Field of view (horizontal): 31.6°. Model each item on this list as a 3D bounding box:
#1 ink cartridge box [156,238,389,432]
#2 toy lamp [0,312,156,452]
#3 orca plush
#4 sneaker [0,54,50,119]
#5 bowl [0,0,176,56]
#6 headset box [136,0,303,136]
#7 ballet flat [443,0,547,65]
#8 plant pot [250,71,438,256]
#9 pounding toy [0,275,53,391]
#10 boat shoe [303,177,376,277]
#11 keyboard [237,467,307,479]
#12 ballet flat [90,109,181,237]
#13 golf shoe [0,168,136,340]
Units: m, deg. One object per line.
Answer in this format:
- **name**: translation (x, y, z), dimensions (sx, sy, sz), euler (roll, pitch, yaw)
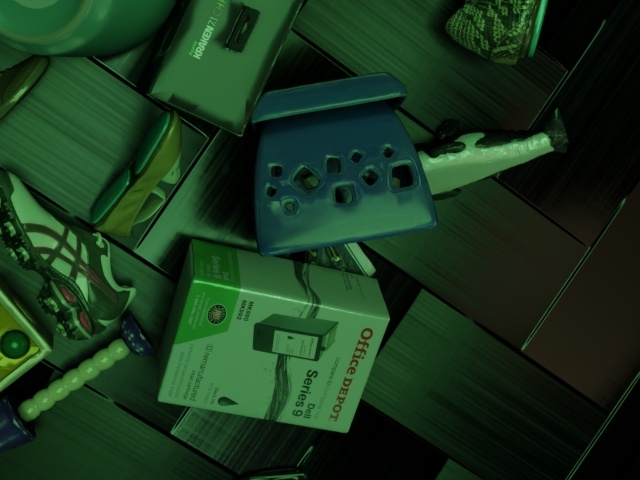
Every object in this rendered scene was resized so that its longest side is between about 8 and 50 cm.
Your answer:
- **ink cartridge box**: translation (-0.070, 0.140, 1.623), dimensions (0.289, 0.121, 0.211), euler (12, 115, -14)
- **toy lamp**: translation (-0.366, 0.211, 1.619), dimensions (0.275, 0.080, 0.080), euler (-33, 104, -5)
- **orca plush**: translation (0.213, -0.150, 1.675), dimensions (0.287, 0.151, 0.102), euler (-22, 63, 15)
- **sneaker**: translation (-0.452, -0.197, 1.539), dimensions (0.071, 0.066, 0.188), euler (44, 87, -14)
- **bowl**: translation (-0.341, -0.357, 1.420), dimensions (0.312, 0.163, 0.311), euler (6, 118, 11)
- **headset box**: translation (-0.128, -0.279, 1.487), dimensions (0.131, 0.283, 0.246), euler (24, 92, -15)
- **ballet flat**: translation (0.299, -0.499, 1.626), dimensions (0.182, 0.164, 0.482), euler (21, 96, 5)
- **plant pot**: translation (0.020, -0.101, 1.514), dimensions (0.236, 0.236, 0.212), euler (-9, 91, 0)
- **pounding toy**: translation (-0.509, 0.141, 1.566), dimensions (0.206, 0.094, 0.181), euler (-38, 105, -5)
- **boat shoe**: translation (0.000, 0.000, 1.673), dimensions (0.083, 0.065, 0.183), euler (-36, 104, -2)
- **keyboard**: translation (-0.037, 0.507, 1.764), dimensions (0.202, 0.033, 0.317), euler (-3, 100, -6)
- **ballet flat**: translation (-0.236, -0.089, 1.568), dimensions (0.073, 0.080, 0.232), euler (25, 129, -25)
- **golf shoe**: translation (-0.369, 0.008, 1.587), dimensions (0.120, 0.105, 0.273), euler (-36, 110, -23)
